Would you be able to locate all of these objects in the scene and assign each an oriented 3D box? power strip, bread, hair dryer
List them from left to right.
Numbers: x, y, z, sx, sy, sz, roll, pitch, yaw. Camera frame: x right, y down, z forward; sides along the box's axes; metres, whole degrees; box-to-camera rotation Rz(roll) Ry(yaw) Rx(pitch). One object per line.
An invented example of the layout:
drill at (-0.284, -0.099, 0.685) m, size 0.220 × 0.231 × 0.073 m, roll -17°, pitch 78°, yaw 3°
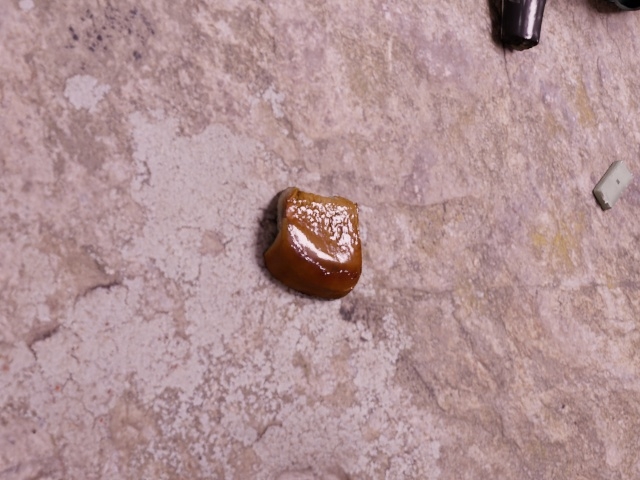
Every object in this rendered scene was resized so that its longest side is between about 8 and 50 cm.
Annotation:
bread at (0.000, 0.000, 1.081) m, size 0.129 × 0.044 × 0.126 m, roll 13°, pitch 74°, yaw -30°
power strip at (0.452, -0.086, 1.438) m, size 0.090 × 0.016 × 0.040 m, roll -46°, pitch 110°, yaw -31°
hair dryer at (0.401, -0.422, 1.267) m, size 0.120 × 0.359 × 0.304 m, roll 12°, pitch 81°, yaw -61°

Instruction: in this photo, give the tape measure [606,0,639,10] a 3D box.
tape measure at (0.554, -0.443, 1.426) m, size 0.275 × 0.256 × 0.147 m, roll -20°, pitch 96°, yaw -10°
